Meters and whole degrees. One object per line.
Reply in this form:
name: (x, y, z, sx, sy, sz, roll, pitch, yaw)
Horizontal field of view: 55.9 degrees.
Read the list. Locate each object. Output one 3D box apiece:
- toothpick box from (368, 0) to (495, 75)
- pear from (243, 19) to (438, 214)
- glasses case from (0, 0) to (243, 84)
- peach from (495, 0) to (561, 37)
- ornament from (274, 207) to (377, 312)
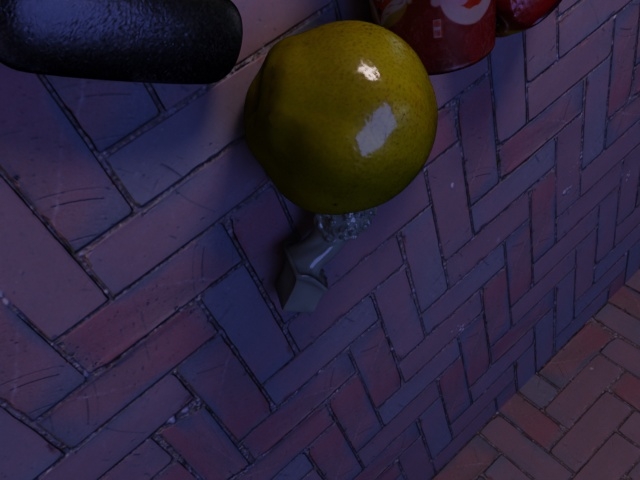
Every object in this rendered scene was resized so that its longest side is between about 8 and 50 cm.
toothpick box: (0.160, -0.444, 0.896, 0.204, 0.204, 0.333, -34, 136, -20)
pear: (0.036, -0.178, 0.908, 0.294, 0.294, 0.294, -23, 131, -30)
glasses case: (-0.242, -0.262, 0.744, 0.321, 0.082, 0.122, -7, 121, -38)
peach: (0.382, -0.500, 1.096, 0.267, 0.154, 0.158, -42, 137, -11)
ornament: (0.000, 0.009, 1.122, 0.121, 0.130, 0.285, 20, 103, -34)
